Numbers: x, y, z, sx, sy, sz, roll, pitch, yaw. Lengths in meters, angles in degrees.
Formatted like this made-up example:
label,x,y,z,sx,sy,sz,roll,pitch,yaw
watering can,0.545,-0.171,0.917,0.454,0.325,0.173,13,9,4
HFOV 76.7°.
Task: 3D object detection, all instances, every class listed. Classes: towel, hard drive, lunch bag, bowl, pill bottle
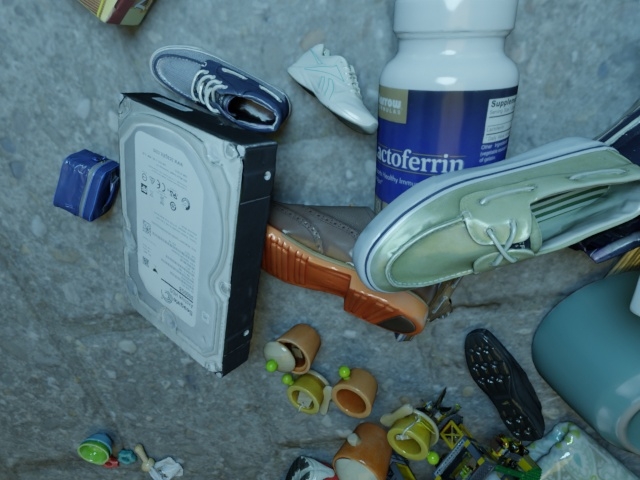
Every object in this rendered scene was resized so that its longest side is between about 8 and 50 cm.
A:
label,x,y,z,sx,sy,sz,roll,pitch,yaw
towel,0.488,0.585,0.828,0.321,0.090,0.374,40,108,-4
hard drive,-0.184,-0.004,0.556,0.237,0.064,0.338,28,122,27
lunch bag,-0.330,-0.081,0.587,0.065,0.067,0.098,26,114,-10
bowl,0.518,0.213,0.621,0.313,0.163,0.311,3,121,4
pill bottle,0.144,-0.137,0.482,0.154,0.153,0.264,0,117,4

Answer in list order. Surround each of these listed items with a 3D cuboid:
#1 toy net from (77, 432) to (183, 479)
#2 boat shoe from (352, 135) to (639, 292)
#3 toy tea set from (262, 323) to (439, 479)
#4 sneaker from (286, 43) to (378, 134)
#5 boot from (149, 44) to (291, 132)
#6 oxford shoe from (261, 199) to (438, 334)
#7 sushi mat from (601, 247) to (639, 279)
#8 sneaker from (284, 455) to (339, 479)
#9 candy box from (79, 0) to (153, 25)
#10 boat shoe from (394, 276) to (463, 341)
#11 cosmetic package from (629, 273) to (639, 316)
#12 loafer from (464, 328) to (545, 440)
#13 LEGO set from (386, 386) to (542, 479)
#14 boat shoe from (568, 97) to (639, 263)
label,x,y,z,sx,sy,sz,roll,pitch,yaw
toy net,-0.428,0.506,0.908,0.232,0.045,0.122,30,115,-12
boat shoe,0.179,-0.023,0.406,0.303,0.094,0.109,-25,120,-2
toy tea set,0.022,0.302,0.690,0.336,0.124,0.200,38,129,7
sneaker,0.021,-0.186,0.487,0.061,0.054,0.152,-46,66,12
boot,-0.131,-0.191,0.507,0.190,0.086,0.069,17,117,-5
oxford shoe,0.000,0.000,0.598,0.364,0.132,0.130,28,155,3
sushi mat,0.569,-0.031,0.587,0.152,0.019,0.316,20,117,-6
sneaker,-0.040,0.595,0.903,0.119,0.107,0.278,20,119,-17
candy box,-0.287,-0.408,0.404,0.317,0.087,0.183,40,112,-17
boat shoe,0.179,0.097,0.649,0.066,0.066,0.183,19,117,-8
cosmetic package,0.572,-0.043,0.318,0.395,0.327,0.328,-9,113,-22
loafer,0.325,0.246,0.717,0.076,0.078,0.223,-27,97,39
LEGO set,0.232,0.454,0.795,0.255,0.192,0.331,22,104,-28
boat shoe,0.422,-0.102,0.480,0.127,0.158,0.341,42,112,-17
